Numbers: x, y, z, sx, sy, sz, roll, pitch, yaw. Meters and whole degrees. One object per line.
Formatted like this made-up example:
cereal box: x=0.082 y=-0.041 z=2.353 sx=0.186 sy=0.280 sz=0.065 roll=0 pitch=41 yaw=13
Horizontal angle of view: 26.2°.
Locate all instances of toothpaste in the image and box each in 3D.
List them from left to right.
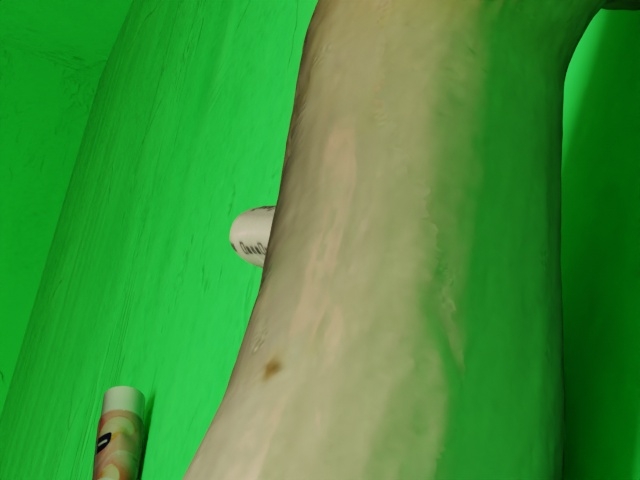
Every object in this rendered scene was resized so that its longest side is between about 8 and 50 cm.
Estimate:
toothpaste: x=-0.155 y=0.200 z=1.019 sx=0.205 sy=0.036 sz=0.056 roll=-90 pitch=25 yaw=-43

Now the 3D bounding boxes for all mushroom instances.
mushroom: x=0.019 y=0.021 z=0.412 sx=0.159 sy=0.122 sz=0.328 roll=-3 pitch=68 yaw=65

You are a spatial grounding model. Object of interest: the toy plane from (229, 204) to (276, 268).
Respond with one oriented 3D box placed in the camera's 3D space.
toy plane: x=0.000 y=0.000 z=0.621 sx=0.171 sy=0.065 sz=0.162 roll=166 pitch=121 yaw=-76
